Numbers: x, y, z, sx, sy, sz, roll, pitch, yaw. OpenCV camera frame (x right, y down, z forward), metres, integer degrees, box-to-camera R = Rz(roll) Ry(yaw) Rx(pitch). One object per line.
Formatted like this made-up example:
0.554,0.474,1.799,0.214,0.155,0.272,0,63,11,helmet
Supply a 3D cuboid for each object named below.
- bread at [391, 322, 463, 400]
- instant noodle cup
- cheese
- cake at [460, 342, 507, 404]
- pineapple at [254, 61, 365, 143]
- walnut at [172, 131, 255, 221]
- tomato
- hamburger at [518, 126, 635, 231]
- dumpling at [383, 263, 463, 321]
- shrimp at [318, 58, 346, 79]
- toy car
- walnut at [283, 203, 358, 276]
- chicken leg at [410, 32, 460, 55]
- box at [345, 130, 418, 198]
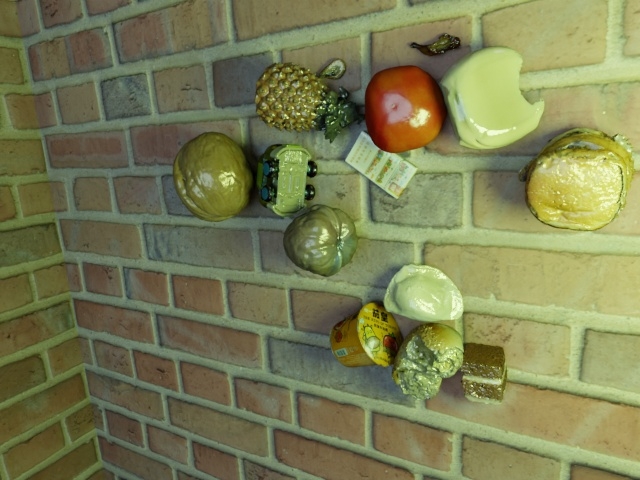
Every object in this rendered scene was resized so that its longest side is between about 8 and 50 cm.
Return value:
0.342,0.353,1.398,0.171,0.192,0.314,23,140,6,bread
0.148,0.341,1.521,0.172,0.216,0.215,-30,87,40,instant noodle cup
0.454,-0.380,1.187,0.234,0.127,0.265,-18,98,4,cheese
0.508,0.417,1.374,0.135,0.135,0.147,4,109,28,cake
-0.023,-0.431,1.431,0.358,0.223,0.222,23,113,11,pineapple
-0.392,-0.238,1.629,0.333,0.333,0.332,8,106,28,walnut
0.240,-0.387,1.293,0.260,0.180,0.259,7,106,25,tomato
0.651,-0.155,1.100,0.245,0.211,0.260,42,125,6,hamburger
0.334,0.170,1.419,0.252,0.131,0.179,9,83,18,dumpling
0.039,-0.554,1.455,0.108,0.023,0.059,-31,95,32,shrimp
-0.147,-0.222,1.570,0.198,0.204,0.247,23,113,48,toy car
-0.001,-0.002,1.483,0.249,0.248,0.248,8,106,28,walnut
0.332,-0.565,1.279,0.145,0.037,0.062,-2,79,29,chicken leg
0.196,-0.247,1.437,0.220,0.032,0.122,39,118,16,box
